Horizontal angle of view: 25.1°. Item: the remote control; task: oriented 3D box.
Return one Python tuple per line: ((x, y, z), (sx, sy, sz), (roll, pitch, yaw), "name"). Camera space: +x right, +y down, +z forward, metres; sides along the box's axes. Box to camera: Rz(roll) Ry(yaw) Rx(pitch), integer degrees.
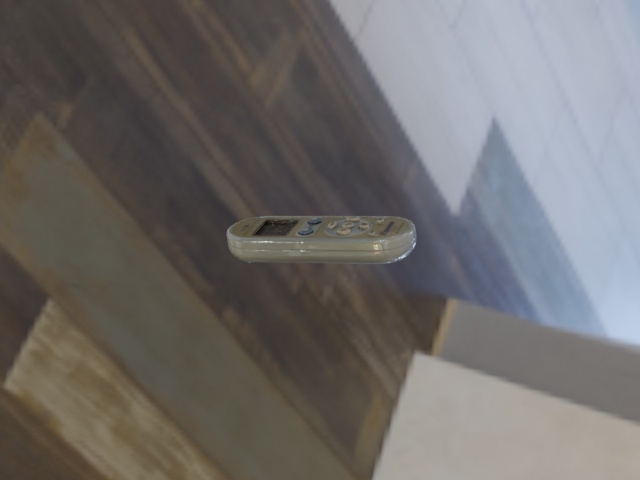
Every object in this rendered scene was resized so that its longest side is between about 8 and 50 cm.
((0.000, 0.000, 1.797), (0.087, 0.244, 0.047), (-55, 141, -59), "remote control")
